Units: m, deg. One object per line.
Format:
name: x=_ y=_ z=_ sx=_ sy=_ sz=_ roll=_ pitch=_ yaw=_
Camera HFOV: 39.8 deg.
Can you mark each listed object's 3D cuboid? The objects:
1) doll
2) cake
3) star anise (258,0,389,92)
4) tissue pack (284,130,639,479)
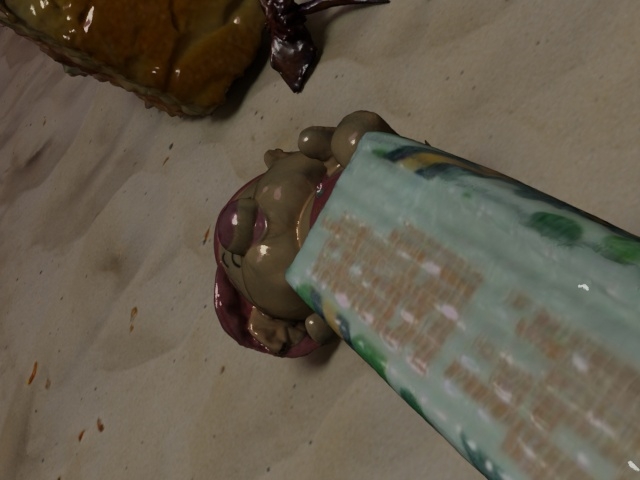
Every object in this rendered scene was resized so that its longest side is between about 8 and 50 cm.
doll: x=-0.003 y=-0.002 z=0.751 sx=0.256 sy=0.152 sz=0.196 roll=-9 pitch=47 yaw=55
cake: x=-0.245 y=-0.340 z=1.167 sx=0.293 sy=0.314 sz=0.307 roll=-60 pitch=25 yaw=-1
star anise: x=-0.006 y=-0.272 z=1.014 sx=0.144 sy=0.158 sz=0.140 roll=-20 pitch=54 yaw=1
tissue pack: x=0.150 y=0.069 z=0.433 sx=0.128 sy=0.228 sz=0.311 roll=-61 pitch=33 yaw=4
